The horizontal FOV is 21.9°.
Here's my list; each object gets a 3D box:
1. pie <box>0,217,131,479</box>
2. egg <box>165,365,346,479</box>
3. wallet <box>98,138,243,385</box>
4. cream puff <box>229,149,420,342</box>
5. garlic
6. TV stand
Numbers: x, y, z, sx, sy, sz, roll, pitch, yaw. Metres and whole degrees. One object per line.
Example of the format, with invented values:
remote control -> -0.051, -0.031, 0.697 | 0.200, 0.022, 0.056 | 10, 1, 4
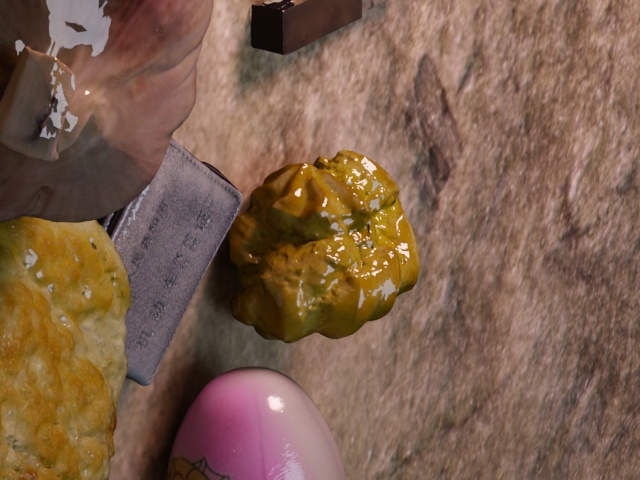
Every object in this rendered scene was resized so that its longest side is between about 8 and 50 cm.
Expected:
pie -> -0.298, 0.152, 1.299 | 0.395, 0.181, 0.418 | -2, 96, -63
egg -> -0.066, 0.259, 1.700 | 0.196, 0.196, 0.271 | -16, 106, -54
wallet -> -0.162, 0.018, 1.563 | 0.167, 0.036, 0.222 | 39, 73, -58
cream puff -> 0.005, 0.000, 1.695 | 0.221, 0.195, 0.194 | -42, 138, -46
garlic -> -0.222, -0.157, 1.178 | 0.322, 0.241, 0.321 | -2, 93, -44
TV stand -> 0.022, -0.254, 1.705 | 0.256, 0.040, 0.049 | -33, 132, -46
